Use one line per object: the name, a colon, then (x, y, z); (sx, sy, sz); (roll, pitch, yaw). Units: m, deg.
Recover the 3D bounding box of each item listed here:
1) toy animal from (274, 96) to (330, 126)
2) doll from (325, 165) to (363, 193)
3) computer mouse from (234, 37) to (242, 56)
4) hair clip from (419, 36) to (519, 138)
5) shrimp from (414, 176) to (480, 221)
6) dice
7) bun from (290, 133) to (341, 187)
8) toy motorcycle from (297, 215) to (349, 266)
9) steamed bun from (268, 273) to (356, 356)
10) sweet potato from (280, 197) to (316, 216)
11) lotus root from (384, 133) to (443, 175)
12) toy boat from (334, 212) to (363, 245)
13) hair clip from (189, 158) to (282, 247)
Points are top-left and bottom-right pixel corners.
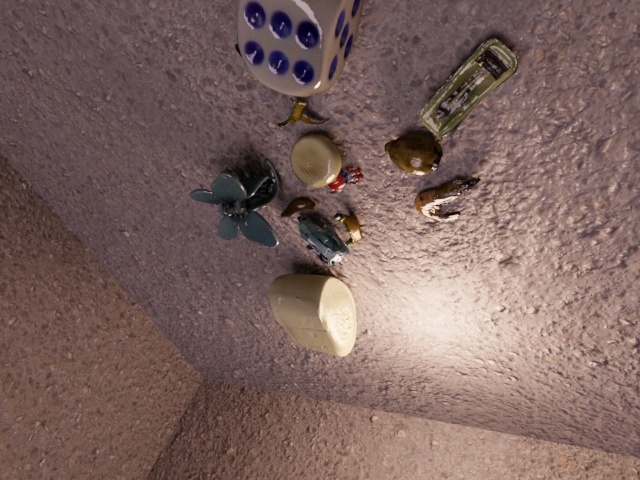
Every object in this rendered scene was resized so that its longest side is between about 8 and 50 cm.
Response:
toy animal: (-0.082, -0.461, 1.773); (0.218, 0.155, 0.095); (-7, 116, -21)
doll: (0.071, -0.242, 1.941); (0.194, 0.062, 0.104); (-12, 140, 30)
computer mouse: (-0.230, -0.640, 1.677); (0.135, 0.047, 0.079); (35, 130, 8)
hair clip: (0.433, -0.452, 1.473); (0.138, 0.091, 0.321); (42, 128, -5)
shrimp: (0.482, -0.143, 1.821); (0.169, 0.058, 0.296); (39, 144, -26)
dice: (-0.052, -0.618, 1.391); (0.276, 0.304, 0.304); (22, 142, 5)
bun: (-0.008, -0.304, 1.874); (0.222, 0.127, 0.223); (17, 117, 37)
toy motorcycle: (0.000, 0.000, 2.159); (0.260, 0.206, 0.154); (41, 103, -16)
steamed bun: (-0.023, 0.344, 2.473); (0.371, 0.290, 0.456); (4, 134, 34)
sweet potato: (-0.108, -0.144, 2.157); (0.069, 0.060, 0.249); (36, 147, -31)
lotus root: (0.310, -0.295, 1.682); (0.213, 0.138, 0.139); (17, 141, 27)
toy boat: (0.121, -0.050, 2.089); (0.088, 0.089, 0.230); (-12, 144, 10)
hair clip: (-0.332, -0.180, 2.098); (0.318, 0.239, 0.392); (-7, 130, 36)
